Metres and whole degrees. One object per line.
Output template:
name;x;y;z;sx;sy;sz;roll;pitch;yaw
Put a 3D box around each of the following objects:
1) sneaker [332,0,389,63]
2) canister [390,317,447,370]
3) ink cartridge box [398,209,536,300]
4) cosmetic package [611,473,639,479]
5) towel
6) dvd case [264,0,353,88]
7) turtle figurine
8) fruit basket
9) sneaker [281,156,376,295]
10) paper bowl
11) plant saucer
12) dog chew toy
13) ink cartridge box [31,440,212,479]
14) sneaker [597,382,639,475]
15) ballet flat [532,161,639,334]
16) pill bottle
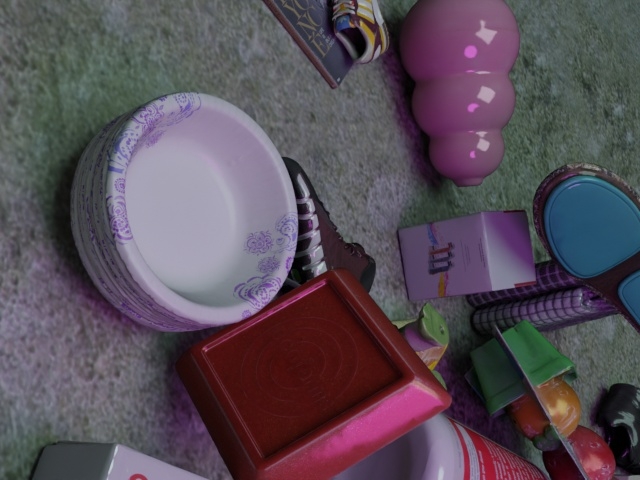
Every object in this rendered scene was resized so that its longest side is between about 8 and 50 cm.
sneaker;0.048;-0.374;1.462;0.084;0.070;0.185;-40;108;-49
canister;0.103;0.175;1.374;0.170;0.126;0.073;0;37;-47
ink cartridge box;0.239;0.025;1.504;0.128;0.176;0.127;-5;86;-44
cosmetic package;0.551;0.467;1.743;0.060;0.115;0.041;11;74;-41
towel;0.435;0.089;1.641;0.284;0.235;0.121;0;75;-45
dvd case;-0.006;-0.378;1.472;0.221;0.018;0.164;49;51;-25
turtle figurine;0.013;0.154;1.174;0.274;0.266;0.198;65;31;-13
fruit basket;0.374;0.315;1.483;0.353;0.165;0.327;67;10;18
sneaker;0.000;0.000;1.341;0.162;0.106;0.281;-30;112;-49
paper bowl;-0.175;-0.029;1.130;0.284;0.148;0.284;14;70;-42
plant saucer;-0.021;0.156;1.081;0.259;0.258;0.047;-28;137;-11
dog chew toy;0.243;-0.258;1.571;0.207;0.207;0.331;-6;93;-45
ink cartridge box;-0.209;0.437;0.973;0.279;0.160;0.384;34;58;-35
sneaker;0.649;0.437;1.870;0.130;0.109;0.286;-38;98;-36
ballet flat;0.475;0.010;1.462;0.483;0.164;0.182;41;26;-29
pill bottle;0.208;0.399;1.343;0.408;0.229;0.229;33;59;-35
